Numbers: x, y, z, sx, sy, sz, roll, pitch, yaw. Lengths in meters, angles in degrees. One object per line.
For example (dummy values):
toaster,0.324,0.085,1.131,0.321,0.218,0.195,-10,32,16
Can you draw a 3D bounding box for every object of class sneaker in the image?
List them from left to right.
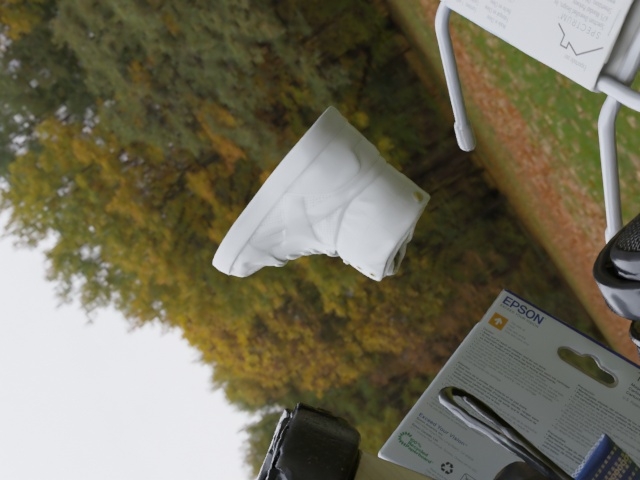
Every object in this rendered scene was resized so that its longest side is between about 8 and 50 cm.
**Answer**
sneaker,0.000,0.000,1.016,0.169,0.292,0.108,39,-127,-4

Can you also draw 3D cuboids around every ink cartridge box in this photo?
ink cartridge box,0.300,0.271,1.283,0.324,0.330,0.071,32,150,21

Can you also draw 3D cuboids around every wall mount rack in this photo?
wall mount rack,0.201,-0.164,0.783,0.130,0.304,0.350,-3,-146,-38

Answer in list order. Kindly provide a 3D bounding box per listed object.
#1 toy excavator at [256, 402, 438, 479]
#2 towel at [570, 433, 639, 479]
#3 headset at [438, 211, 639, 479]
toy excavator,0.003,0.356,0.641,0.222,0.445,0.433,21,167,0
towel,0.352,0.400,0.965,0.336,0.243,0.040,45,153,1
headset,0.211,0.070,0.376,0.394,0.185,0.243,-5,-98,-32
